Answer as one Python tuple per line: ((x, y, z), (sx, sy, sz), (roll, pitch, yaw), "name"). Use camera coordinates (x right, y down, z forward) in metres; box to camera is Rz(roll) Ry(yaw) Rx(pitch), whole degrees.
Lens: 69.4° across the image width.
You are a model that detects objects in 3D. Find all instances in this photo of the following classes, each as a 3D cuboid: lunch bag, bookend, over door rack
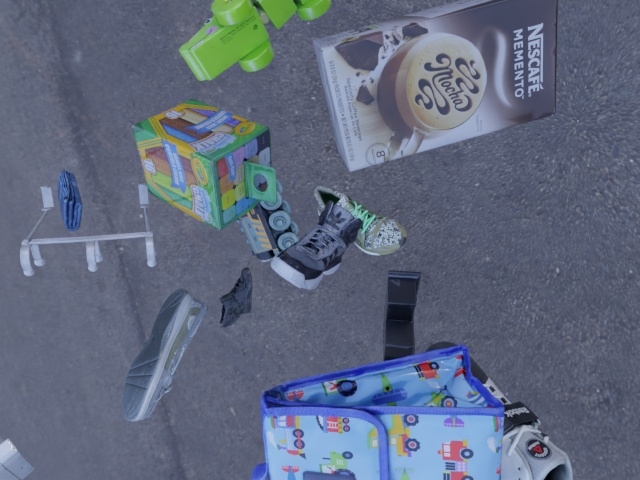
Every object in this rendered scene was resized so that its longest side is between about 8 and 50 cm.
((0.058, 0.273, 0.581), (0.293, 0.138, 0.221), (-6, 109, -1), "lunch bag")
((0.179, 0.175, 1.014), (0.072, 0.156, 0.157), (3, 136, 6), "bookend")
((-0.490, -0.022, 1.012), (0.324, 0.239, 0.108), (-127, 39, -54), "over door rack")

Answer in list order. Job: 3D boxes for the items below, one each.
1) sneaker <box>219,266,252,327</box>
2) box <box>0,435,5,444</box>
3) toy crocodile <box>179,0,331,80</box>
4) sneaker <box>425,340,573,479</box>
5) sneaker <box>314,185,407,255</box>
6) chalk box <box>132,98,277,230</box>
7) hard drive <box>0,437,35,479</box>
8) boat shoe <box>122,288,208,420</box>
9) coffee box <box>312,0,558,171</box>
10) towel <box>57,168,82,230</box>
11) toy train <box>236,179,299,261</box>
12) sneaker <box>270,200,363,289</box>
((-0.240, 0.159, 1.294), (0.051, 0.089, 0.170), (-137, 46, -58), "sneaker")
((-0.936, 0.451, 1.188), (0.324, 0.067, 0.063), (28, 78, 23), "box")
((-0.091, -0.398, 0.778), (0.340, 0.115, 0.105), (-42, 53, -3), "toy crocodile")
((0.272, 0.282, 0.662), (0.330, 0.122, 0.146), (62, 151, 22), "sneaker")
((0.119, -0.081, 1.655), (0.410, 0.182, 0.158), (29, 83, 33), "sneaker")
((-0.221, -0.157, 0.992), (0.289, 0.179, 0.180), (26, 136, 24), "chalk box")
((-0.749, 0.554, 0.892), (0.047, 0.353, 0.233), (43, 142, 9), "hard drive")
((-0.365, 0.275, 1.108), (0.118, 0.320, 0.103), (-16, 137, 38), "boat shoe")
((0.156, -0.227, 0.643), (0.297, 0.119, 0.168), (-16, 119, 1), "coffee box")
((-0.457, -0.073, 0.838), (0.119, 0.029, 0.067), (49, 128, 42), "towel")
((-0.196, -0.074, 1.631), (0.190, 0.142, 0.334), (-17, 120, 6), "toy train")
((0.000, 0.000, 0.925), (0.101, 0.268, 0.153), (34, 105, 12), "sneaker")
